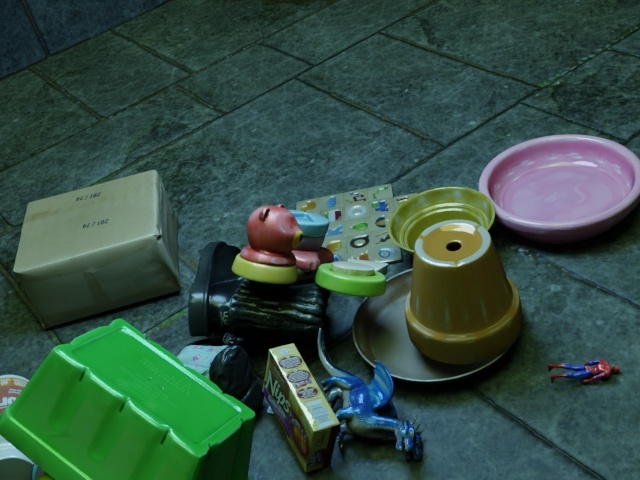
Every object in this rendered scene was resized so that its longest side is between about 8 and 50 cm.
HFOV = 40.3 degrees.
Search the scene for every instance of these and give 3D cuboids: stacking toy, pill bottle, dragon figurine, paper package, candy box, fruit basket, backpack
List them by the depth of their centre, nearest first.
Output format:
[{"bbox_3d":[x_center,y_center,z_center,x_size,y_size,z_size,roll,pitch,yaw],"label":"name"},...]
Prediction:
[{"bbox_3d":[-0.324,0.367,1.376,0.392,0.392,0.283,4,14,25],"label":"fruit basket"},{"bbox_3d":[-0.035,0.276,1.456,0.053,0.109,0.187,-12,44,-25],"label":"candy box"},{"bbox_3d":[0.082,0.264,1.479,0.144,0.085,0.289,-15,41,-3],"label":"dragon figurine"},{"bbox_3d":[-0.204,0.248,1.563,0.182,0.152,0.115,0,24,40],"label":"backpack"},{"bbox_3d":[-0.562,0.351,1.569,0.121,0.121,0.216,-22,34,-8],"label":"pill bottle"},{"bbox_3d":[0.000,0.000,1.649,0.279,0.131,0.309,10,11,7],"label":"stacking toy"},{"bbox_3d":[-0.489,0.010,1.959,0.324,0.168,0.309,-16,35,0],"label":"paper package"}]

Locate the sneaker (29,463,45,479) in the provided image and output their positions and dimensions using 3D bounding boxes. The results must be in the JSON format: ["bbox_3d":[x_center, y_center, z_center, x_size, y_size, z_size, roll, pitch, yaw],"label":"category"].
[{"bbox_3d":[-0.382,0.356,1.518,0.125,0.104,0.262,22,51,36],"label":"sneaker"}]

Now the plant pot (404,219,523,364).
[{"bbox_3d":[0.237,0.075,1.505,0.205,0.188,0.205,-10,36,8],"label":"plant pot"}]

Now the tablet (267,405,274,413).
[{"bbox_3d":[-0.049,0.293,1.559,0.083,0.006,0.054,3,40,23],"label":"tablet"}]

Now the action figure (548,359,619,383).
[{"bbox_3d":[0.441,0.219,1.457,0.115,0.030,0.038,-6,42,5],"label":"action figure"}]

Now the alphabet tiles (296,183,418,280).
[{"bbox_3d":[0.056,-0.023,1.933,0.342,0.011,0.285,-11,37,6],"label":"alphabet tiles"}]

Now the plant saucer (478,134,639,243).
[{"bbox_3d":[0.499,-0.100,1.810,0.332,0.084,0.332,-10,36,7],"label":"plant saucer"}]

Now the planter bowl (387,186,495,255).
[{"bbox_3d":[0.251,-0.010,1.774,0.217,0.090,0.217,-11,36,8],"label":"planter bowl"}]

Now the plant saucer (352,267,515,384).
[{"bbox_3d":[0.215,0.158,1.604,0.310,0.050,0.311,-10,37,8],"label":"plant saucer"}]

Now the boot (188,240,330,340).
[{"bbox_3d":[-0.109,0.100,1.724,0.260,0.131,0.348,-2,22,1],"label":"boot"}]
